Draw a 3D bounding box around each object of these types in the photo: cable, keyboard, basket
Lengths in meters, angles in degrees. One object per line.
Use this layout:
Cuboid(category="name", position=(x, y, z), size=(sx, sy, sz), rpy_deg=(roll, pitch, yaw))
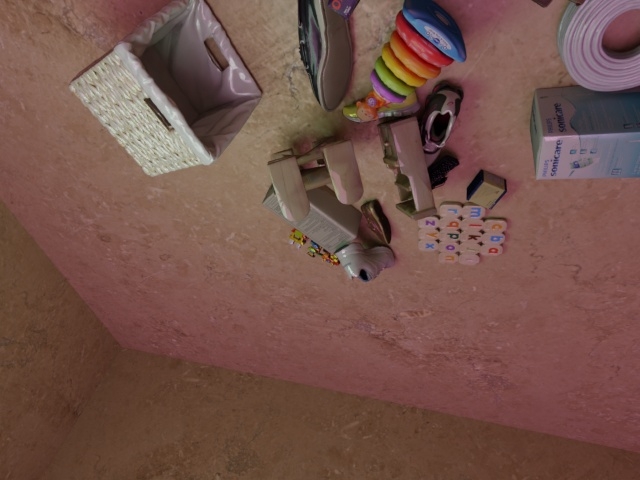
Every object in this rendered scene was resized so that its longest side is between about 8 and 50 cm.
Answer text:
Cuboid(category="cable", position=(0.633, -0.432, 0.886), size=(0.257, 0.089, 0.257), rpy_deg=(-1, 136, 21))
Cuboid(category="keyboard", position=(0.334, -0.178, 1.287), size=(0.100, 0.038, 0.192), rpy_deg=(7, 151, -37))
Cuboid(category="basket", position=(-0.385, -0.397, 1.132), size=(0.266, 0.331, 0.328), rpy_deg=(-7, 133, 34))

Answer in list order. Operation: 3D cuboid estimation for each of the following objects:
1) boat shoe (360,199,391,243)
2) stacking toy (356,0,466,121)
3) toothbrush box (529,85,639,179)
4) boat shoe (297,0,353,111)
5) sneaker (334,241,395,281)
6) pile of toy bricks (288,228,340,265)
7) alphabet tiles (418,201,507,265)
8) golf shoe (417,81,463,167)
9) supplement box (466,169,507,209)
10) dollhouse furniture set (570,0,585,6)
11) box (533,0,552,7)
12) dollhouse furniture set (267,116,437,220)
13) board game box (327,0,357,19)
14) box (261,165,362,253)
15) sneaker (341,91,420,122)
Cuboid(category="boat shoe", position=(0.193, -0.061, 1.484), size=(0.060, 0.064, 0.178), rpy_deg=(-8, 127, 34))
Cuboid(category="stacking toy", position=(0.180, -0.394, 1.019), size=(0.175, 0.166, 0.302), rpy_deg=(32, 132, -15))
Cuboid(category="toothbrush box", position=(0.648, -0.253, 0.983), size=(0.295, 0.216, 0.126), rpy_deg=(1, 136, 18))
Cuboid(category="boat shoe", position=(-0.003, -0.481, 1.057), size=(0.113, 0.127, 0.340), rpy_deg=(34, 155, 28))
Cuboid(category="sneaker", position=(0.168, 0.088, 1.536), size=(0.297, 0.129, 0.111), rpy_deg=(4, 151, -45))
Cuboid(category="pile of toy bricks", position=(0.000, 0.000, 1.606), size=(0.212, 0.118, 0.105), rpy_deg=(29, 112, 13))
Cuboid(category="alphabet tiles", position=(0.471, -0.018, 1.456), size=(0.277, 0.021, 0.284), rpy_deg=(4, 137, 17))
Cuboid(category="golf shoe", position=(0.292, -0.281, 1.159), size=(0.105, 0.120, 0.273), rpy_deg=(14, 141, 2))
Cuboid(category="supplement box", position=(0.490, -0.150, 1.276), size=(0.083, 0.056, 0.083), rpy_deg=(21, 139, -3))
Cuboid(category="dollhouse furniture set", position=(0.548, -0.465, 0.755), size=(0.183, 0.129, 0.129), rpy_deg=(29, 106, -7))
Cuboid(category="box", position=(0.376, -0.568, 0.771), size=(0.203, 0.169, 0.167), rpy_deg=(26, 139, -9))
Cuboid(category="dollhouse furniture set", position=(0.075, -0.151, 1.167), size=(0.394, 0.362, 0.257), rpy_deg=(-17, 105, -1))
Cuboid(category="board game box", position=(0.118, -0.548, 0.752), size=(0.056, 0.347, 0.208), rpy_deg=(32, 137, -11))
Cuboid(category="box", position=(-0.024, -0.105, 1.465), size=(0.311, 0.121, 0.148), rpy_deg=(36, 136, -20))
Cuboid(category="sneaker", position=(0.155, -0.374, 1.146), size=(0.208, 0.081, 0.094), rpy_deg=(-5, 126, 17))
